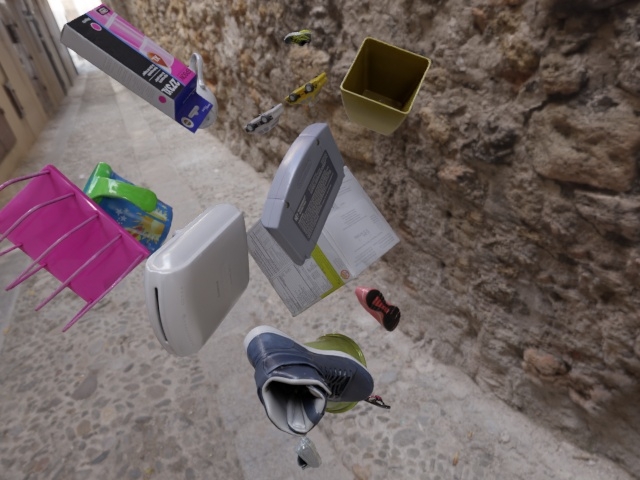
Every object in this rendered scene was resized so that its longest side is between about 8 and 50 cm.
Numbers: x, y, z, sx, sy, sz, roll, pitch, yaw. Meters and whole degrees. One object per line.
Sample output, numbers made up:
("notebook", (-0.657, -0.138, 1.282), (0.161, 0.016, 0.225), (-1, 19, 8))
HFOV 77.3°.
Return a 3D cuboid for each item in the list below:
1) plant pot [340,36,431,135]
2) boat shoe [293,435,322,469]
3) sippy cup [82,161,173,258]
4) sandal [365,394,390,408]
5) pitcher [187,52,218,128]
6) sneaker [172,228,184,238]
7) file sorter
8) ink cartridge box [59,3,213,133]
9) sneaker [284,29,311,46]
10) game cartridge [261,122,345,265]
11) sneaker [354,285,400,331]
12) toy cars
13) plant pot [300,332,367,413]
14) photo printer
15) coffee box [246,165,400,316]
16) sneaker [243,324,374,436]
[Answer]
("plant pot", (0.190, -0.455, 1.251), (0.212, 0.187, 0.212), (23, 72, 6))
("boat shoe", (-0.056, 0.800, 1.488), (0.081, 0.227, 0.079), (-36, 47, -25))
("sippy cup", (-0.540, -0.060, 1.095), (0.224, 0.240, 0.305), (25, 4, -32))
("sandal", (0.219, 0.653, 1.644), (0.179, 0.067, 0.040), (-11, 52, 58))
("pitcher", (-0.401, -0.481, 1.295), (0.126, 0.177, 0.207), (-5, 56, -35))
("sneaker", (-0.547, 0.027, 1.784), (0.269, 0.101, 0.153), (-3, 65, 16))
("file sorter", (-0.577, 0.021, 0.870), (0.202, 0.290, 0.182), (-40, 18, 8))
("ink cartridge box", (-0.465, -0.460, 1.081), (0.069, 0.371, 0.175), (-37, 29, 36))
("sneaker", (-0.063, -0.548, 1.096), (0.083, 0.035, 0.031), (-3, 3, 29))
("game cartridge", (-0.032, -0.115, 0.930), (0.062, 0.198, 0.297), (7, 62, 32))
("sneaker", (0.276, 0.318, 1.936), (0.116, 0.314, 0.136), (-47, 32, -14))
("toy cars", (-0.132, -0.532, 1.621), (0.394, 0.087, 0.176), (-33, 23, 5))
("plant pot", (-0.022, 0.446, 1.346), (0.276, 0.276, 0.254), (17, -3, 37))
("photo printer", (-0.275, 0.090, 0.921), (0.107, 0.256, 0.307), (11, 33, 14))
("coffee box", (0.000, 0.000, 1.395), (0.334, 0.338, 0.338), (-40, -7, 40))
("sneaker", (0.004, 0.211, 0.562), (0.226, 0.086, 0.163), (26, 2, -21))
